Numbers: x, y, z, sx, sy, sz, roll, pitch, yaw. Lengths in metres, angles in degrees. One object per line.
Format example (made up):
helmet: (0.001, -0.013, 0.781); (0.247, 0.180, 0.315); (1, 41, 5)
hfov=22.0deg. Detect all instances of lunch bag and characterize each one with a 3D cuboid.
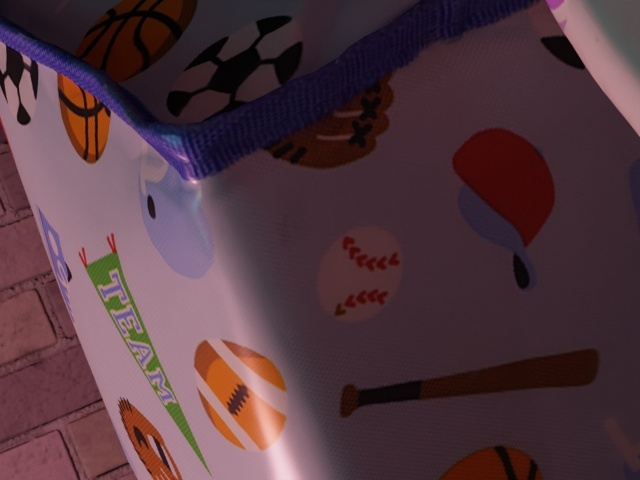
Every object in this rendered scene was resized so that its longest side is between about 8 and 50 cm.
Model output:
lunch bag: (0.000, 0.000, 0.693); (0.385, 0.239, 0.328); (28, 141, 56)

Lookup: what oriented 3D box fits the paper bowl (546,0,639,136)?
paper bowl: (0.128, -0.125, 0.237); (0.284, 0.148, 0.284); (59, 162, 32)
